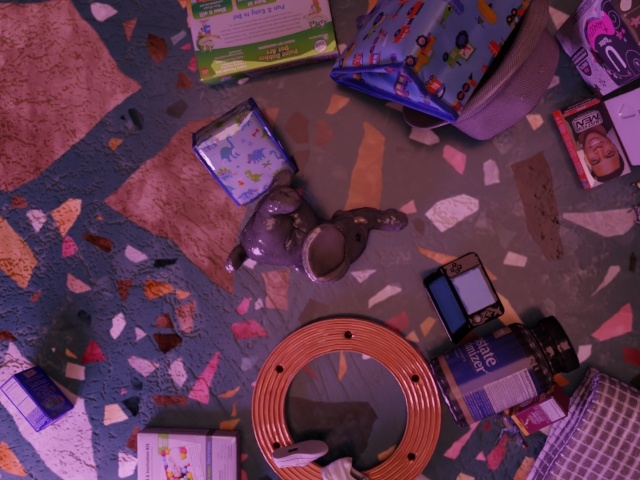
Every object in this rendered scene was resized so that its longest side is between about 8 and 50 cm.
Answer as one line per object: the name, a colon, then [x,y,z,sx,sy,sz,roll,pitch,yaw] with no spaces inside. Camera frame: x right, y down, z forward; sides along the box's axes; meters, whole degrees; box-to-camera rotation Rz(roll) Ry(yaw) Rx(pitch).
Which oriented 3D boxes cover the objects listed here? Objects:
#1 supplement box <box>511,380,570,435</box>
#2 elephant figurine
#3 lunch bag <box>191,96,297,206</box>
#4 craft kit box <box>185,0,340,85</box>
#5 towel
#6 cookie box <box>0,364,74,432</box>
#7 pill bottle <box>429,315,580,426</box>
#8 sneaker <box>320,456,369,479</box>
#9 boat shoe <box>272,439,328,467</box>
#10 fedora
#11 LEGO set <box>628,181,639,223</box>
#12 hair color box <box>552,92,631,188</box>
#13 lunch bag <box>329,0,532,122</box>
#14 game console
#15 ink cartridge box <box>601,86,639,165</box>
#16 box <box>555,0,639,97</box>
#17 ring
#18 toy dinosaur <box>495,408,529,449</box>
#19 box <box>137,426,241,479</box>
supplement box: [0.370,0.282,1.075,0.083,0.055,0.043,-39,88,30]
elephant figurine: [0.000,0.000,1.080,0.239,0.169,0.186,31,125,-11]
lunch bag: [-0.130,-0.148,1.110,0.128,0.096,0.151,-31,118,7]
craft kit box: [-0.108,-0.418,1.116,0.249,0.061,0.247,-10,89,7]
towel: [0.487,0.387,1.047,0.235,0.121,0.284,26,95,6]
cookie box: [-0.517,0.287,1.172,0.040,0.092,0.107,-42,87,3]
pill bottle: [0.303,0.211,1.060,0.219,0.123,0.123,-26,89,6]
sneaker: [0.065,0.443,1.101,0.061,0.053,0.152,-35,88,4]
boat shoe: [-0.033,0.378,1.122,0.100,0.035,0.035,-14,118,3]
fedora: [0.272,-0.259,1.021,0.124,0.243,0.275,33,92,-25]
LEGO set: [0.542,-0.059,1.071,0.054,0.023,0.083,-26,89,7]
hair color box: [0.451,-0.164,1.067,0.072,0.043,0.141,-23,90,6]
lunch bag: [0.136,-0.331,0.992,0.138,0.293,0.221,33,89,-36]
game console: [0.245,0.096,1.087,0.107,0.071,0.122,-26,90,7]
ink cartridge box: [0.609,-0.219,0.965,0.289,0.211,0.122,-21,91,8]
box: [0.480,-0.326,0.954,0.163,0.247,0.142,-32,87,7]
ring: [0.045,0.302,1.139,0.336,0.032,0.337,0,93,7]
toy dinosaur: [0.334,0.319,1.104,0.082,0.047,0.090,33,85,-14]
box: [-0.239,0.420,1.172,0.186,0.038,0.145,1,92,8]
